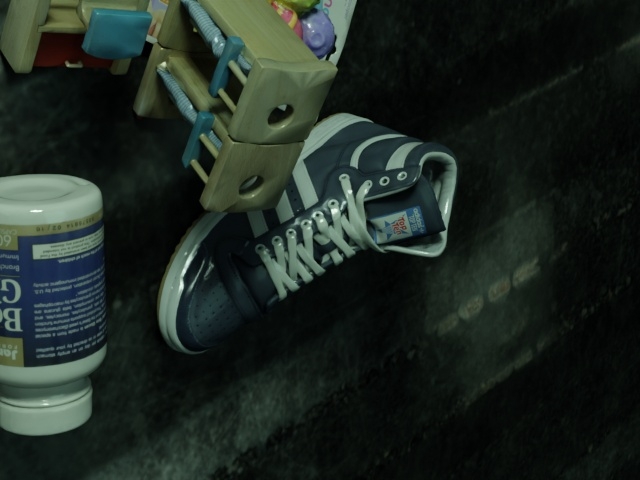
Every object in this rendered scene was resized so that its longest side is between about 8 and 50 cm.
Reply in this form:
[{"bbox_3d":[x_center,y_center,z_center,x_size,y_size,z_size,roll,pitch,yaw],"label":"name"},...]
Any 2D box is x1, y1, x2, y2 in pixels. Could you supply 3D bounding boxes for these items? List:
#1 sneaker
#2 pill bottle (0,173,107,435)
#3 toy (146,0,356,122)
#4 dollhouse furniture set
[{"bbox_3d":[0.000,0.000,1.034,0.282,0.153,0.099,-46,134,-27],"label":"sneaker"},{"bbox_3d":[-0.197,0.045,0.871,0.094,0.094,0.170,-17,115,-45],"label":"pill bottle"},{"bbox_3d":[-0.037,-0.187,1.006,0.237,0.056,0.137,20,88,-50],"label":"toy"},{"bbox_3d":[-0.114,-0.105,0.870,0.183,0.129,0.129,-4,132,-37],"label":"dollhouse furniture set"}]
